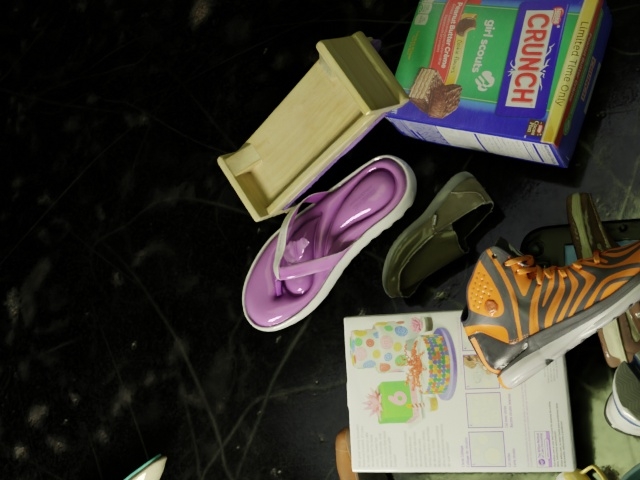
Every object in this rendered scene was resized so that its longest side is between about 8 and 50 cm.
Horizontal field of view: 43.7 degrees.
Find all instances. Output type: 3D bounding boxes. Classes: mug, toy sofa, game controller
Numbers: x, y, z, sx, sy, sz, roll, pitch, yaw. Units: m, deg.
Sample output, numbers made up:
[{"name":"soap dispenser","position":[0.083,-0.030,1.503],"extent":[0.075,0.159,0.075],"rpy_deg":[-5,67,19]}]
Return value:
[{"name":"mug","position":[0.382,0.363,1.161],"extent":[0.078,0.062,0.064],"rpy_deg":[-35,53,7]},{"name":"toy sofa","position":[-0.007,-0.198,1.435],"extent":[0.362,0.177,0.150],"rpy_deg":[-41,78,39]},{"name":"game controller","position":[0.463,0.052,1.205],"extent":[0.319,0.067,0.167],"rpy_deg":[-5,72,28]}]

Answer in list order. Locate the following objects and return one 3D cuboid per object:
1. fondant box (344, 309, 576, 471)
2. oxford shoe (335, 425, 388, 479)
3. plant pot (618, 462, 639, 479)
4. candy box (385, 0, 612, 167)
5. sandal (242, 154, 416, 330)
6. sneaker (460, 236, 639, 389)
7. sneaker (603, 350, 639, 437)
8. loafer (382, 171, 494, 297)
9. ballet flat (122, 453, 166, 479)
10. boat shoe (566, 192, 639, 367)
[{"name":"fondant box","position":[0.209,0.227,1.220],"extent":[0.330,0.096,0.238],"rpy_deg":[-5,83,16]},{"name":"oxford shoe","position":[0.069,0.412,1.317],"extent":[0.076,0.076,0.212],"rpy_deg":[-34,58,49]},{"name":"plant pot","position":[0.495,0.425,0.976],"extent":[0.293,0.196,0.293],"rpy_deg":[-14,51,19]},{"name":"candy box","position":[0.299,-0.292,1.366],"extent":[0.317,0.122,0.268],"rpy_deg":[15,84,31]},{"name":"sandal","position":[-0.009,-0.010,1.457],"extent":[0.416,0.102,0.169],"rpy_deg":[-46,59,9]},{"name":"sneaker","position":[0.321,0.046,1.078],"extent":[0.321,0.124,0.180],"rpy_deg":[-40,73,17]},{"name":"sneaker","position":[0.518,0.188,1.103],"extent":[0.315,0.182,0.127],"rpy_deg":[-18,65,-9]},{"name":"loafer","position":[0.199,0.001,1.346],"extent":[0.087,0.094,0.251],"rpy_deg":[38,94,36]},{"name":"ballet flat","position":[-0.375,0.495,1.524],"extent":[0.248,0.086,0.086],"rpy_deg":[-33,62,17]},{"name":"boat shoe","position":[0.429,0.048,1.155],"extent":[0.095,0.095,0.257],"rpy_deg":[-16,90,17]}]
